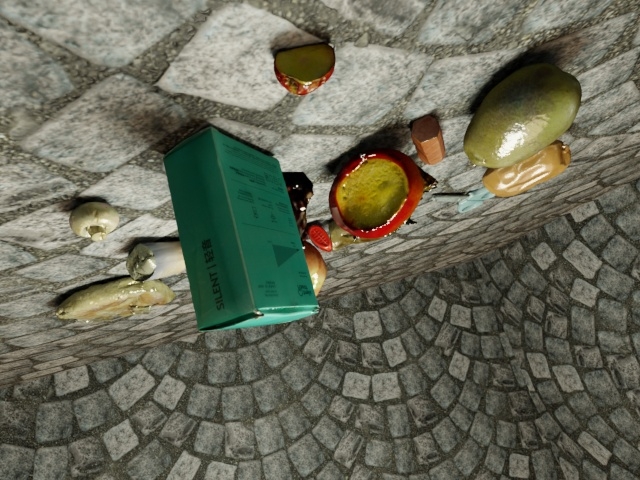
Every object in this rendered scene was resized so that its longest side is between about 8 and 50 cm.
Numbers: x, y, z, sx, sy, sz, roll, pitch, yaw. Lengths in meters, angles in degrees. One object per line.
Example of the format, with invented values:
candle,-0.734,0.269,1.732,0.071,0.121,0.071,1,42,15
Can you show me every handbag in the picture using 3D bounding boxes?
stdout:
handbag,-0.394,0.045,1.105,0.117,0.095,0.173,-33,168,29

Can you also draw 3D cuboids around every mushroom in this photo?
mushroom,-0.413,-0.034,0.820,0.083,0.068,0.084,-19,159,-8

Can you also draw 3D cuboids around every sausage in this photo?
sausage,0.238,-0.208,0.977,0.065,0.065,0.169,-22,163,15
sausage,0.583,-0.208,1.276,0.241,0.120,0.136,-29,174,33

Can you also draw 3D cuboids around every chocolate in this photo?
chocolate,-0.104,-0.021,1.030,0.224,0.177,0.206,-19,165,9

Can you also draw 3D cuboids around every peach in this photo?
peach,0.119,-0.103,0.975,0.195,0.190,0.226,13,164,-7
peach,-0.113,0.085,1.365,0.232,0.256,0.233,-24,130,-32
peach,-0.021,-0.233,0.608,0.083,0.077,0.050,-59,172,-19

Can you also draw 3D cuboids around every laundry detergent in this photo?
laundry detergent,0.000,0.000,1.400,0.049,0.097,0.165,-42,174,-4

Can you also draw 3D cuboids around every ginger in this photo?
ginger,0.146,-0.049,1.352,0.262,0.110,0.116,-23,168,20

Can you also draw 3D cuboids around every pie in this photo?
pie,-0.623,0.185,1.364,0.337,0.075,0.337,-12,162,-4

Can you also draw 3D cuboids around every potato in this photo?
potato,0.384,-0.234,0.889,0.174,0.159,0.251,16,140,-18

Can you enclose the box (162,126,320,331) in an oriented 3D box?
box,-0.132,-0.009,0.765,0.118,0.312,0.205,-23,165,25

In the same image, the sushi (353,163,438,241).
sushi,0.188,-0.098,1.159,0.287,0.140,0.149,-26,158,31

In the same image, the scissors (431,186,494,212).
scissors,0.496,-0.151,1.569,0.360,0.030,0.191,-3,155,-40
